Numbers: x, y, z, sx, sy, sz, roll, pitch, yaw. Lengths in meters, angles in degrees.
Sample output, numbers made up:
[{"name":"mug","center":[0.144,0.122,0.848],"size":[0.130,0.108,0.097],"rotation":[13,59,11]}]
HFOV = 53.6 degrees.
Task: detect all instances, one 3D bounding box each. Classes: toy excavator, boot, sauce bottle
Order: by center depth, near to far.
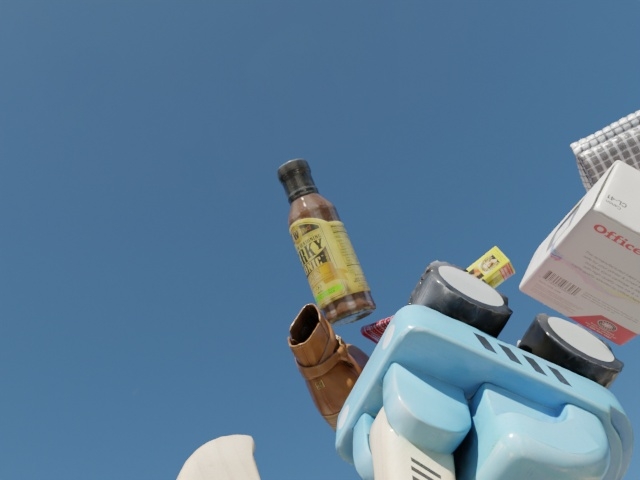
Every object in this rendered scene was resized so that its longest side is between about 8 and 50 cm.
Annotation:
[{"name":"toy excavator","center":[0.107,0.198,0.567],"size":[0.432,0.445,0.222],"rotation":[24,-71,-6]},{"name":"boot","center":[0.013,0.212,1.178],"size":[0.109,0.283,0.220],"rotation":[-24,-72,17]},{"name":"sauce bottle","center":[0.000,0.000,1.269],"size":[0.111,0.344,0.111],"rotation":[-20,-19,-7]}]

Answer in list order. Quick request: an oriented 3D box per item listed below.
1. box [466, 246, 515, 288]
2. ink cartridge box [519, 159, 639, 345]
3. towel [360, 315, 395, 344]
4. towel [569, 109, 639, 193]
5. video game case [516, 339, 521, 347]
[{"name":"box","center":[0.366,0.119,1.562],"size":[0.232,0.058,0.087],"rotation":[-39,-35,4]},{"name":"ink cartridge box","center":[0.528,0.035,1.125],"size":[0.226,0.131,0.306],"rotation":[31,-30,9]},{"name":"towel","center":[0.196,0.196,1.167],"size":[0.198,0.275,0.031],"rotation":[32,-110,-5]},{"name":"towel","center":[0.673,-0.119,1.283],"size":[0.235,0.121,0.284],"rotation":[-29,-67,15]},{"name":"video game case","center":[0.592,0.447,1.781],"size":[0.036,0.329,0.300],"rotation":[13,-93,0]}]
